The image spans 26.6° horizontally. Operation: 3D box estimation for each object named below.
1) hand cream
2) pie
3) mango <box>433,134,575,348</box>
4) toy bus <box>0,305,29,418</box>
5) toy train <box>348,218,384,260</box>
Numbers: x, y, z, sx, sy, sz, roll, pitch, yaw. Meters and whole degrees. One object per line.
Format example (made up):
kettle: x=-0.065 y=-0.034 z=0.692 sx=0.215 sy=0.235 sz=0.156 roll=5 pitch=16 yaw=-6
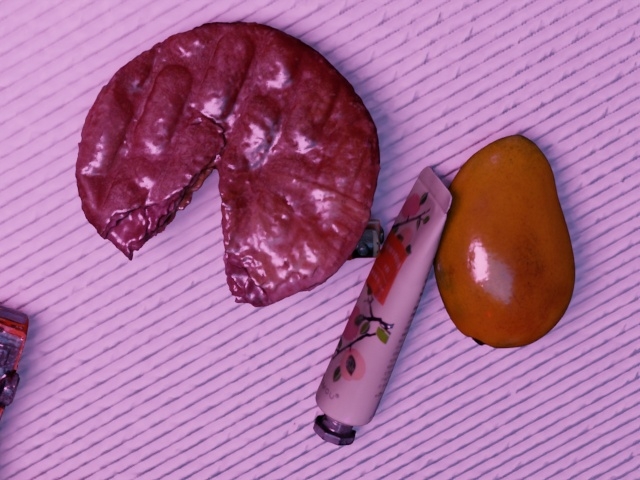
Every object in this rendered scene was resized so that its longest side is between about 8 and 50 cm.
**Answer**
hand cream: x=0.050 y=0.057 z=1.072 sx=0.050 sy=0.080 sz=0.234 roll=15 pitch=110 yaw=-19
pie: x=-0.063 y=-0.056 z=0.993 sx=0.219 sy=0.054 sz=0.204 roll=36 pitch=84 yaw=5
mango: x=0.139 y=0.005 z=1.056 sx=0.111 sy=0.089 sz=0.163 roll=-20 pitch=100 yaw=-14
toy bus: x=-0.279 y=0.137 z=1.057 sx=0.065 sy=0.077 sz=0.192 roll=17 pitch=107 yaw=-13
toy train: x=0.000 y=0.000 z=1.049 sx=0.103 sy=0.064 sz=0.044 roll=-2 pitch=107 yaw=-5
